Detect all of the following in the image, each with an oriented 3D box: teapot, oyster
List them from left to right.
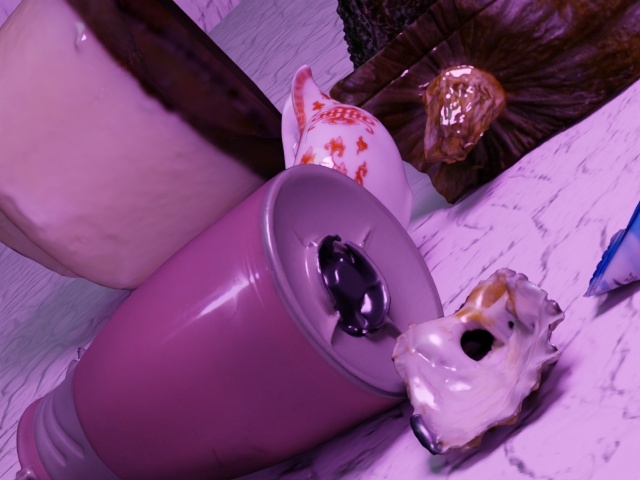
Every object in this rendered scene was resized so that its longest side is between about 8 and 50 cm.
[{"bbox_3d":[0.000,0.000,1.138,0.159,0.116,0.245,-50,18,54],"label":"teapot"},{"bbox_3d":[0.077,0.061,0.882,0.146,0.045,0.121,-10,29,52],"label":"oyster"}]

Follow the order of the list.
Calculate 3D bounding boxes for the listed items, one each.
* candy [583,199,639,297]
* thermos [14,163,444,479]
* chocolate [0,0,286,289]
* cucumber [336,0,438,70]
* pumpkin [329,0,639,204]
[{"bbox_3d":[0.185,-0.021,0.872,0.136,0.038,0.088,-43,6,35],"label":"candy"},{"bbox_3d":[-0.068,0.092,1.007,0.265,0.146,0.176,-35,48,31],"label":"thermos"},{"bbox_3d":[-0.209,-0.096,1.677,0.297,0.314,0.326,-50,17,-1],"label":"chocolate"},{"bbox_3d":[0.055,-0.182,1.294,0.096,0.096,0.359,-42,-15,-6],"label":"cucumber"},{"bbox_3d":[0.143,-0.140,1.183,0.248,0.131,0.126,-45,14,-12],"label":"pumpkin"}]
